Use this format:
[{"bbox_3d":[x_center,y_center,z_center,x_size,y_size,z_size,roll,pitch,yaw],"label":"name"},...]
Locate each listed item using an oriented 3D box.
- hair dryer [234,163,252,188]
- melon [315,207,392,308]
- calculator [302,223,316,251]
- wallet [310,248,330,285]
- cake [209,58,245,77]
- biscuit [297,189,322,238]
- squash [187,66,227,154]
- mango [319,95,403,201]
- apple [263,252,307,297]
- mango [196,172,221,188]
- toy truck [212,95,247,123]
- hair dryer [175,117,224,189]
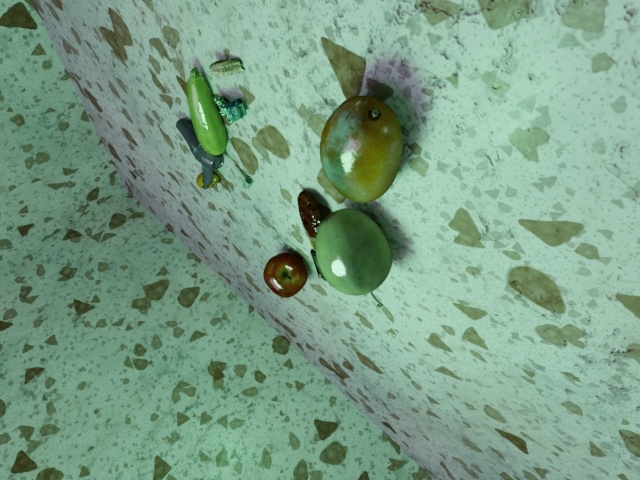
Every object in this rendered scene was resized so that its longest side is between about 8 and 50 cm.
[{"bbox_3d":[-0.358,-0.295,1.847,0.124,0.038,0.063,53,155,-1],"label":"hair dryer"},{"bbox_3d":[0.112,0.043,1.371,0.272,0.272,0.307,21,127,43],"label":"melon"},{"bbox_3d":[0.000,0.000,1.731,0.157,0.033,0.236,26,150,34],"label":"calculator"},{"bbox_3d":[0.023,0.134,1.852,0.133,0.039,0.243,29,158,23],"label":"wallet"},{"bbox_3d":[-0.304,-0.581,1.359,0.140,0.055,0.051,5,133,31],"label":"cake"},{"bbox_3d":[-0.040,-0.099,1.567,0.192,0.050,0.191,166,90,-73],"label":"biscuit"},{"bbox_3d":[-0.459,-0.499,1.608,0.118,0.118,0.370,31,149,30],"label":"squash"},{"bbox_3d":[0.103,-0.220,1.077,0.222,0.198,0.384,34,165,9],"label":"mango"},{"bbox_3d":[-0.174,0.169,2.041,0.230,0.230,0.230,36,152,22],"label":"apple"},{"bbox_3d":[-0.592,-0.314,2.124,0.098,0.075,0.190,36,156,-32],"label":"mango"},{"bbox_3d":[-0.332,-0.493,1.494,0.175,0.081,0.067,47,162,47],"label":"toy truck"},{"bbox_3d":[-0.571,-0.372,1.935,0.301,0.121,0.361,46,148,20],"label":"hair dryer"}]
